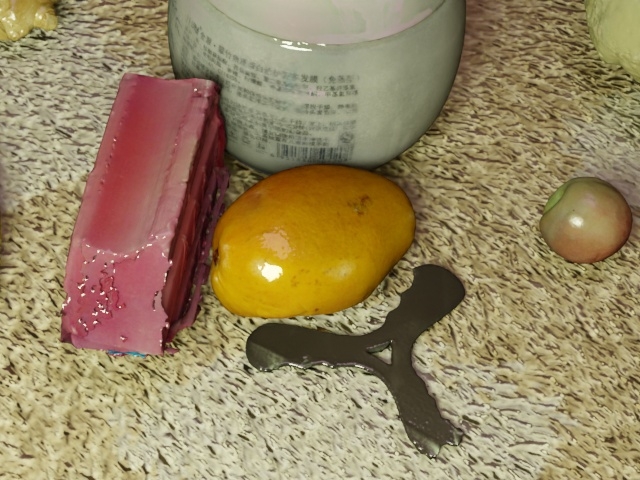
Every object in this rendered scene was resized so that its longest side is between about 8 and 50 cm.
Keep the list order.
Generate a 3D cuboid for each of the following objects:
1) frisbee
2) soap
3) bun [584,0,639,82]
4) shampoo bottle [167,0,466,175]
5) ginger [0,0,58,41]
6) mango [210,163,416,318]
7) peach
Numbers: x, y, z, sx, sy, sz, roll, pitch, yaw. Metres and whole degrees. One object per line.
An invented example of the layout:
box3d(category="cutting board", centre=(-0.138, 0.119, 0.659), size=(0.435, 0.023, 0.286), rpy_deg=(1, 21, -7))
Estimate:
box3d(category="frisbee", centre=(0.055, 0.110, 1.400), size=(0.211, 0.012, 0.187), rpy_deg=(-15, 52, -19))
box3d(category="soap", centre=(-0.141, -0.010, 1.386), size=(0.099, 0.162, 0.250), rpy_deg=(8, 47, 2))
box3d(category="bun", centre=(0.367, -0.230, 1.644), size=(0.259, 0.152, 0.259), rpy_deg=(9, 51, -11))
box3d(category="shampoo bottle", centre=(-0.002, -0.212, 1.516), size=(0.273, 0.266, 0.273), rpy_deg=(3, 48, -4))
box3d(category="ginger", centre=(-0.293, -0.260, 1.656), size=(0.205, 0.081, 0.115), rpy_deg=(-43, 32, -26))
box3d(category="mango", centre=(0.000, -0.006, 1.431), size=(0.217, 0.102, 0.141), rpy_deg=(-21, 32, -40))
box3d(category="peach", centre=(0.238, -0.017, 1.488), size=(0.083, 0.083, 0.083), rpy_deg=(3, 48, -3))
